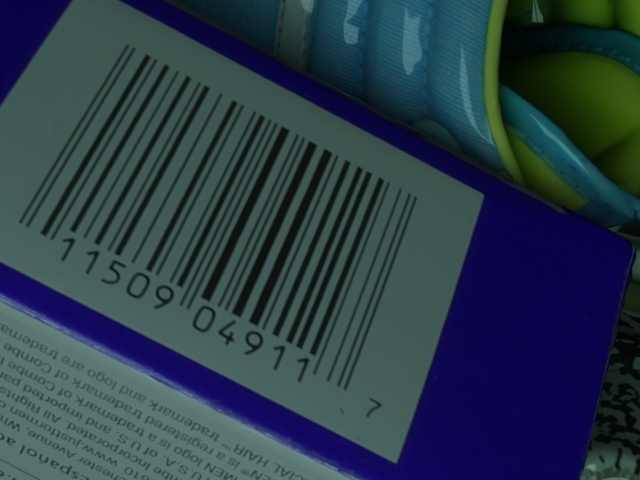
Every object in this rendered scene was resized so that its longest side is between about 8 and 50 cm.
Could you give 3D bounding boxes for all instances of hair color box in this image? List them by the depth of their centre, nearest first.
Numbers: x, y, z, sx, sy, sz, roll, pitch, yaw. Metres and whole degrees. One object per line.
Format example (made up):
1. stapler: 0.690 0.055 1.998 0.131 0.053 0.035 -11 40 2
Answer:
1. hair color box: -0.077 0.083 0.456 0.185 0.110 0.339 28 138 -5

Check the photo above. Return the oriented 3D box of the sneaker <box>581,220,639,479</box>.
1. sneaker: 0.029 0.188 0.547 0.158 0.182 0.410 22 111 8

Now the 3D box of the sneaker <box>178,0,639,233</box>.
1. sneaker: 0.000 0.000 0.484 0.208 0.127 0.319 30 127 28
